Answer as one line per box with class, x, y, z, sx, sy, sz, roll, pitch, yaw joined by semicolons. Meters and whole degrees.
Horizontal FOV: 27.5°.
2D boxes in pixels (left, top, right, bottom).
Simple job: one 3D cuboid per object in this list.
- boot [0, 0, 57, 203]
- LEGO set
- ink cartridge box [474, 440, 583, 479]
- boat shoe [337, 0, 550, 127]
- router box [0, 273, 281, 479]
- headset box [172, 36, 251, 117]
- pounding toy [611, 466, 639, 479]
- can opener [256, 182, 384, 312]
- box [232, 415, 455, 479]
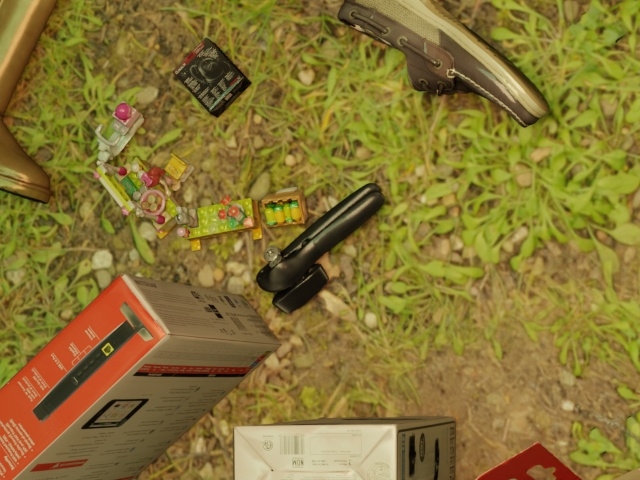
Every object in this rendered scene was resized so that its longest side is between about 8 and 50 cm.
boot;-0.395;-0.206;1.659;0.236;0.089;0.270;24;90;19
LEGO set;-0.163;-0.057;1.555;0.287;0.107;0.132;27;92;19
ink cartridge box;0.166;0.306;1.364;0.224;0.181;0.056;-31;58;12
boat shoe;0.135;-0.208;1.487;0.285;0.103;0.092;43;102;21
router box;-0.225;0.176;1.425;0.301;0.335;0.082;-42;74;8
headset box;-0.136;-0.202;1.604;0.062;0.032;0.083;-45;72;7
pounding toy;0.344;0.305;1.366;0.141;0.100;0.130;-32;74;23
can opener;0.000;0.000;1.531;0.186;0.073;0.059;-45;34;4
box;0.035;0.230;1.361;0.169;0.290;0.087;-3;84;15
